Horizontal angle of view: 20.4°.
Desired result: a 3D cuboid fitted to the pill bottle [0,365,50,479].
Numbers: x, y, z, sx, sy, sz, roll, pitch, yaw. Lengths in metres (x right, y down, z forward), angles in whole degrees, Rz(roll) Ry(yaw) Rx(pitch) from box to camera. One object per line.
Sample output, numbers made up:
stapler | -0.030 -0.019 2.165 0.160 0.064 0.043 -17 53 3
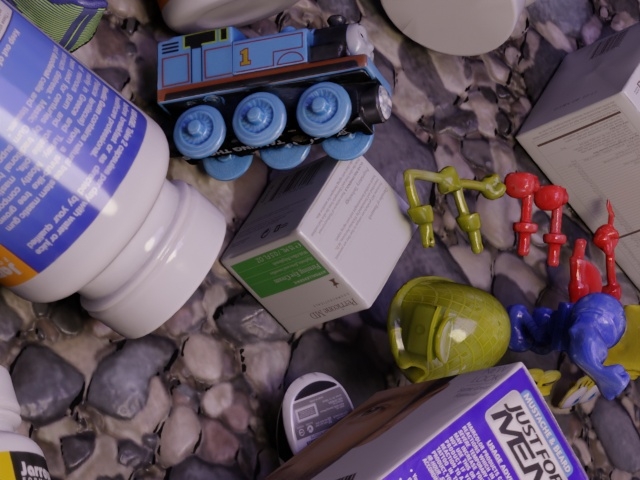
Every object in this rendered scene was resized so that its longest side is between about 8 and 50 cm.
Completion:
pill bottle | -0.215 0.188 1.083 0.119 0.119 0.209 -1 67 -41

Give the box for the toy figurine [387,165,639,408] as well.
toy figurine | 0.239 0.045 1.400 0.362 0.217 0.191 11 84 -53

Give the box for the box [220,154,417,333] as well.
box | 0.000 0.000 1.359 0.087 0.101 0.102 46 51 -20

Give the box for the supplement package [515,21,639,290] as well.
supplement package | 0.322 -0.065 1.637 0.244 0.139 0.134 49 50 -17

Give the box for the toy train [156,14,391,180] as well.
toy train | -0.037 -0.110 1.322 0.080 0.184 0.105 39 45 -64

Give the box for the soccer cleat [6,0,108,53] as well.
soccer cleat | -0.205 -0.271 1.271 0.093 0.121 0.289 -2 75 -41

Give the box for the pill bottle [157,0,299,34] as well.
pill bottle | -0.091 -0.279 1.372 0.121 0.121 0.216 -11 81 -43

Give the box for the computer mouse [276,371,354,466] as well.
computer mouse | 0.009 0.194 1.338 0.106 0.042 0.193 -15 89 -38

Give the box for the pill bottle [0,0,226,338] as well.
pill bottle | -0.198 -0.054 1.175 0.272 0.152 0.152 40 52 -23

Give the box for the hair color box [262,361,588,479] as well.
hair color box | -0.002 0.218 1.185 0.339 0.185 0.110 -33 97 -34

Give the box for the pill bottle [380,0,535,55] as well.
pill bottle | 0.153 -0.295 1.568 0.153 0.153 0.265 43 52 -21
